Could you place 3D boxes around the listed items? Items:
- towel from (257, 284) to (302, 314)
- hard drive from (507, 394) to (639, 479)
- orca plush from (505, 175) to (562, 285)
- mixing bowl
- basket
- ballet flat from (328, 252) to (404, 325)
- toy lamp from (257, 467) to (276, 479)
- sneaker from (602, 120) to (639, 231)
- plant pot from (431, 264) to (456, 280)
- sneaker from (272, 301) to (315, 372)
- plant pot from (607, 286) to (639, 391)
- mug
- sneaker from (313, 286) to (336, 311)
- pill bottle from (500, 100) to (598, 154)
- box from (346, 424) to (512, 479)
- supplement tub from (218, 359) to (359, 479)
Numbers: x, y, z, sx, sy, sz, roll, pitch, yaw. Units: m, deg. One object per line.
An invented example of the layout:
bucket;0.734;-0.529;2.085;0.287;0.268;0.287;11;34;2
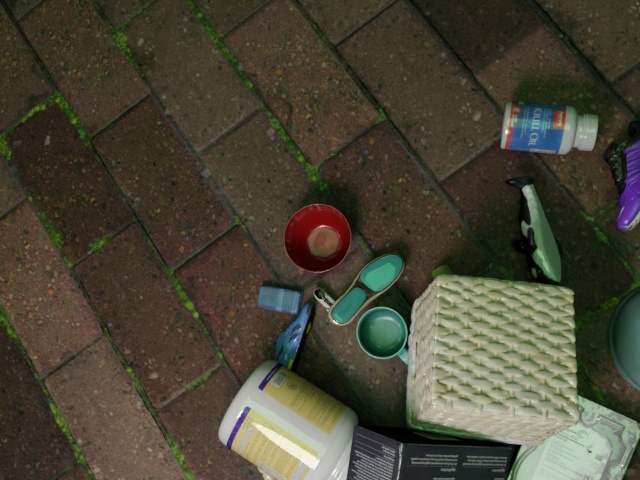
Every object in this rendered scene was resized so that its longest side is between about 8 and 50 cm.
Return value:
towel;-0.111;0.161;1.768;0.120;0.029;0.067;9;84;12
hard drive;0.586;0.538;1.549;0.237;0.064;0.338;25;86;14
orca plush;0.512;-0.016;1.629;0.102;0.151;0.287;-27;78;39
mixing bowl;0.000;0.000;1.733;0.182;0.098;0.181;-2;81;11
basket;0.376;0.265;1.467;0.331;0.266;0.328;7;66;2
ballet flat;0.117;0.128;1.698;0.248;0.086;0.086;-40;76;-8
toy lamp;-0.108;0.643;1.674;0.080;0.080;0.274;-36;74;5
sneaker;0.761;-0.167;1.604;0.146;0.102;0.293;23;82;18
plant pot;0.323;0.107;1.666;0.083;0.083;0.079;-23;65;8
sneaker;-0.079;0.255;1.728;0.082;0.069;0.209;20;87;18
plant pot;0.830;0.227;1.475;0.293;0.196;0.293;-2;81;11
mug;0.165;0.249;1.662;0.130;0.097;0.157;-13;80;9
sneaker;0.020;0.167;1.733;0.109;0.044;0.040;40;89;13
pill bottle;0.574;-0.282;1.641;0.222;0.124;0.124;7;83;13
box;0.233;0.596;1.462;0.343;0.179;0.312;14;81;-32
supplement tub;-0.056;0.472;1.596;0.331;0.241;0.241;31;89;9
